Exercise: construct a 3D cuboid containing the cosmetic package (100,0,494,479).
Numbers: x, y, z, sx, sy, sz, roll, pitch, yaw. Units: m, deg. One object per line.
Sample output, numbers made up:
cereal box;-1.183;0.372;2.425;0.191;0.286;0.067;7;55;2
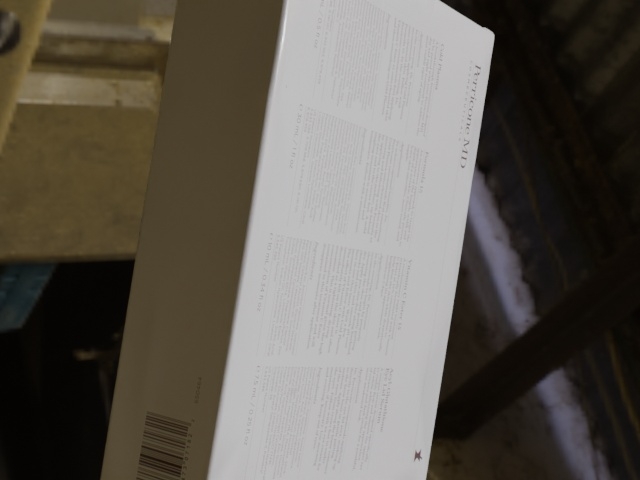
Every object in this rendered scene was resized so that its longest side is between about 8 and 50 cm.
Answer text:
cosmetic package;0.000;0.000;0.770;0.097;0.284;0.377;8;-92;36
